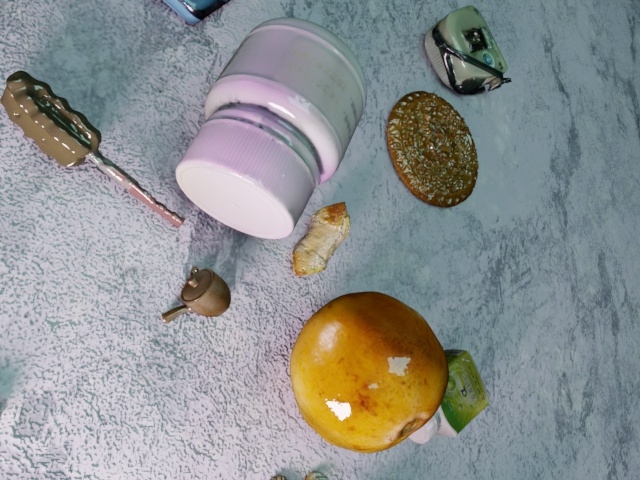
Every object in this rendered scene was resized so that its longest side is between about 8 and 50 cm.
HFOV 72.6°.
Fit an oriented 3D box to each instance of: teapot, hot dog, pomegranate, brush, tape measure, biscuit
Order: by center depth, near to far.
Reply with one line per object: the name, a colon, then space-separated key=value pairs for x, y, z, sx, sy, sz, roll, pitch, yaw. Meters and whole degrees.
brush: x=-0.330 y=-0.117 z=0.653 sx=0.301 sy=0.084 sz=0.071 roll=44 pitch=59 yaw=-23
teapot: x=-0.203 y=0.094 z=0.702 sx=0.110 sy=0.085 sz=0.080 roll=-41 pitch=128 yaw=-3
pomegranate: x=0.073 y=0.213 z=0.730 sx=0.264 sy=0.264 sz=0.264 roll=7 pitch=76 yaw=-30
hot dog: x=0.001 y=0.001 z=0.834 sx=0.078 sy=0.061 sz=0.169 roll=34 pitch=82 yaw=14
biscuit: x=0.287 y=-0.229 z=1.074 sx=0.305 sy=0.038 sz=0.305 roll=7 pitch=76 yaw=-30
tape measure: x=0.392 y=-0.487 z=1.152 sx=0.207 sy=0.115 sz=0.235 roll=-35 pitch=99 yaw=-34

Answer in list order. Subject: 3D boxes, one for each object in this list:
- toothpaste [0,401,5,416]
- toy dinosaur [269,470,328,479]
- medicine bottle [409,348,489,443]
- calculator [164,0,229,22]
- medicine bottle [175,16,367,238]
toothpaste: x=-0.492 y=0.187 z=0.509 sx=0.205 sy=0.036 sz=0.056 roll=22 pitch=68 yaw=-22
toy dinosaur: x=-0.067 y=0.444 z=0.713 sx=0.187 sy=0.044 sz=0.106 roll=0 pitch=65 yaw=-19
medicine bottle: x=0.246 y=0.325 z=0.897 sx=0.188 sy=0.088 sz=0.132 roll=-24 pitch=92 yaw=-34
calculator: x=-0.223 y=-0.534 z=0.822 sx=0.173 sy=0.051 sz=0.293 roll=45 pitch=60 yaw=-17
medicine bottle: x=-0.076 y=-0.178 z=0.719 sx=0.241 sy=0.241 sz=0.302 roll=34 pitch=64 yaw=-21
